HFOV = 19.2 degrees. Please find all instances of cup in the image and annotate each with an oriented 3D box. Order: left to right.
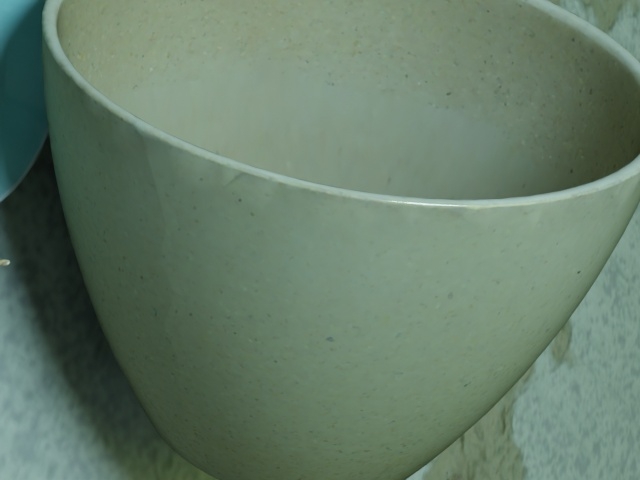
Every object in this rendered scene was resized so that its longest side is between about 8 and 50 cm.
[{"bbox_3d":[0.000,0.000,1.043,0.331,0.331,0.237,-30,139,-51],"label":"cup"}]

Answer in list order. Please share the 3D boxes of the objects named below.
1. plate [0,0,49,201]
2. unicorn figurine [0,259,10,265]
[{"bbox_3d":[-0.205,-0.101,0.964,0.188,0.024,0.188,2,87,-55],"label":"plate"},{"bbox_3d":[-0.245,0.008,0.885,0.162,0.060,0.111,-41,123,-28],"label":"unicorn figurine"}]
